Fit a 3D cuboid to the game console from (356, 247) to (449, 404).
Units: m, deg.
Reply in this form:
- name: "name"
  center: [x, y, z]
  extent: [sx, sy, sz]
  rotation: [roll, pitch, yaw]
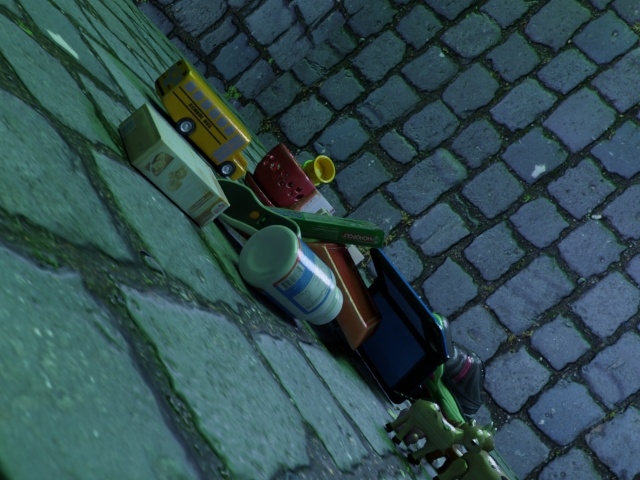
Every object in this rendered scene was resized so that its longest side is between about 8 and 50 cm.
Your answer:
- name: "game console"
  center: [0.160, 0.207, 1.679]
  extent: [0.293, 0.173, 0.250]
  rotation: [53, -8, 35]

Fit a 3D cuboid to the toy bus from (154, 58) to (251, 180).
- name: "toy bus"
  center: [-0.296, -0.307, 1.817]
  extent: [0.333, 0.130, 0.108]
  rotation: [47, 6, -43]

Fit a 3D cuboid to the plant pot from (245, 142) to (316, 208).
- name: "plant pot"
  center: [-0.133, -0.192, 2.236]
  extent: [0.191, 0.174, 0.191]
  rotation: [50, 4, -5]

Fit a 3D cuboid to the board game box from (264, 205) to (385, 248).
- name: "board game box"
  center: [-0.015, -0.037, 1.693]
  extent: [0.317, 0.046, 0.213]
  rotation: [8, 6, -4]

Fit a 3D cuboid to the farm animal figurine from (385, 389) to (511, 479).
- name: "farm animal figurine"
  center: [0.310, 0.460, 1.447]
  extent: [0.327, 0.172, 0.330]
  rotation: [54, 6, 34]

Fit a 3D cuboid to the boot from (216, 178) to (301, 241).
- name: "boot"
  center: [-0.143, -0.012, 1.430]
  extent: [0.244, 0.088, 0.176]
  rotation: [35, -29, 21]

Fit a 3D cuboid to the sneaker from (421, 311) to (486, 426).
- name: "sneaker"
  center: [0.406, 0.390, 2.190]
  extent: [0.185, 0.202, 0.483]
  rotation: [30, -31, 49]

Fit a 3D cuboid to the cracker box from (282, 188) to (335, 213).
- name: "cracker box"
  center: [-0.052, -0.117, 2.567]
  extent: [0.067, 0.155, 0.232]
  rotation: [52, 4, 24]

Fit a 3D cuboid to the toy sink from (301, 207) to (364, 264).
- name: "toy sink"
  center: [0.000, 0.000, 2.186]
  extent: [0.234, 0.153, 0.131]
  rotation: [55, 6, 31]

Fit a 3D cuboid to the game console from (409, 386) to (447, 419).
- name: "game console"
  center: [0.356, 0.553, 1.988]
  extent: [0.213, 0.044, 0.361]
  rotation: [48, 6, -34]

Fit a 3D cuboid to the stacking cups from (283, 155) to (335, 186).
- name: "stacking cups"
  center: [-0.083, -0.213, 2.435]
  extent: [0.316, 0.096, 0.096]
  rotation: [-16, -59, 49]

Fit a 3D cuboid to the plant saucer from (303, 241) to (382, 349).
- name: "plant saucer"
  center: [0.061, 0.108, 1.581]
  extent: [0.258, 0.047, 0.259]
  rotation: [63, 13, 6]

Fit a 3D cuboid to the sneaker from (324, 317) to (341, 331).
- name: "sneaker"
  center: [0.032, 0.162, 1.685]
  extent: [0.125, 0.104, 0.262]
  rotation: [60, 13, 1]

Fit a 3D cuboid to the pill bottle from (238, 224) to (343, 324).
- name: "pill bottle"
  center: [-0.047, 0.075, 1.299]
  extent: [0.221, 0.124, 0.124]
  rotation: [48, 6, -49]

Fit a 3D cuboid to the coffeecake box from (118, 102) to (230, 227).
- name: "coffeecake box"
  center: [-0.255, -0.130, 1.207]
  extent: [0.185, 0.068, 0.142]
  rotation: [47, 6, -41]
